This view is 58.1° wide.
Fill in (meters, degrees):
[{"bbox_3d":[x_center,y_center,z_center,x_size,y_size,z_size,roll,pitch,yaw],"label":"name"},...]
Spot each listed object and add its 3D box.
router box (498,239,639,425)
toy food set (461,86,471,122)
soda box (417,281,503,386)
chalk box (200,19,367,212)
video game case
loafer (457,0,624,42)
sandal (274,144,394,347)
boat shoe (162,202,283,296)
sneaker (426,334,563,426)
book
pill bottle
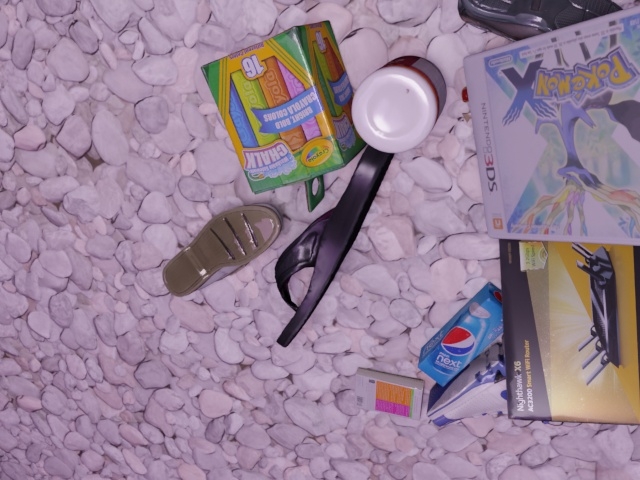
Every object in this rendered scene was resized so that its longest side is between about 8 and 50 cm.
[{"bbox_3d":[0.424,0.136,0.938,0.242,0.081,0.309,-4,75,19],"label":"router box"},{"bbox_3d":[0.285,-0.249,0.942,0.122,0.019,0.078,-15,107,31],"label":"toy food set"},{"bbox_3d":[0.277,0.180,1.099,0.067,0.071,0.210,36,119,0],"label":"soda box"},{"bbox_3d":[-0.038,-0.196,0.979,0.179,0.180,0.289,-14,109,23],"label":"chalk box"},{"bbox_3d":[0.352,-0.143,0.811,0.329,0.036,0.300,4,108,56],"label":"video game case"},{"bbox_3d":[0.336,-0.331,0.866,0.267,0.084,0.096,22,85,4],"label":"loafer"},{"bbox_3d":[0.001,-0.002,1.065,0.107,0.167,0.446,28,112,7],"label":"sandal"},{"bbox_3d":[-0.187,0.010,1.159,0.302,0.103,0.113,-28,89,27],"label":"boat shoe"},{"bbox_3d":[0.363,0.291,1.089,0.182,0.127,0.315,46,117,-2],"label":"sneaker"},{"bbox_3d":[0.145,0.331,1.232,0.144,0.035,0.096,9,118,15],"label":"book"},{"bbox_3d":[0.130,-0.219,0.888,0.121,0.221,0.121,7,115,15],"label":"pill bottle"}]
